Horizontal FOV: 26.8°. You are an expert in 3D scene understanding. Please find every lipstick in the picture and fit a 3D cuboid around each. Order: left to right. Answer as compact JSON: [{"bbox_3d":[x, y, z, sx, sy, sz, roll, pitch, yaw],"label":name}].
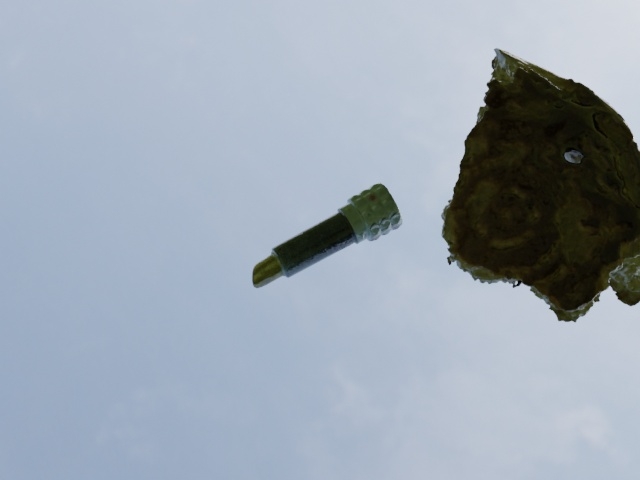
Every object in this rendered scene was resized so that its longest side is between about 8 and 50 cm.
[{"bbox_3d":[0.000,0.000,0.952,0.116,0.037,0.037,-28,-129,-8],"label":"lipstick"}]

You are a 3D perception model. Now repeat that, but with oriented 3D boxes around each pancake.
[{"bbox_3d":[0.225,-0.046,1.220,0.212,0.056,0.257,16,-111,1],"label":"pancake"}]
